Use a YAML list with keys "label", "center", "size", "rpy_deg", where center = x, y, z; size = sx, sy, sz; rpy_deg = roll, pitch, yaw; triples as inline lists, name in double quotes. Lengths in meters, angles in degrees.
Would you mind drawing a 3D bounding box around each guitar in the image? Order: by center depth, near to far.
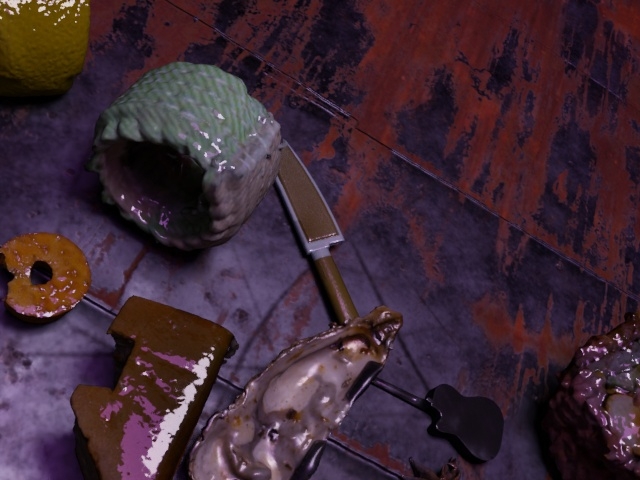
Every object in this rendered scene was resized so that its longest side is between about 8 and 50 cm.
- label: "guitar"
  center: [0.141, 0.215, 0.957]
  size: [0.233, 0.025, 0.088]
  rpy_deg: [29, 53, -10]

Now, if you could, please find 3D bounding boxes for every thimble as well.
- label: "thimble"
  center: [-0.157, -0.098, 0.865]
  size: [0.219, 0.219, 0.150]
  rpy_deg: [35, 50, -5]

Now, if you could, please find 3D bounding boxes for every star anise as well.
- label: "star anise"
  center: [0.135, 0.316, 0.877]
  size: [0.129, 0.056, 0.124]
  rpy_deg: [-3, 38, -25]

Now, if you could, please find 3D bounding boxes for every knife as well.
- label: "knife"
  center: [0.001, 0.000, 1.010]
  size: [0.061, 0.027, 0.343]
  rpy_deg: [-16, 67, -22]

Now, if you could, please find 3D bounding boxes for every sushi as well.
- label: "sushi"
  center: [0.441, 0.247, 0.989]
  size: [0.270, 0.170, 0.236]
  rpy_deg: [-23, 57, -30]

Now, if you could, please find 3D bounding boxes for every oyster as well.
- label: "oyster"
  center: [-0.018, 0.191, 0.858]
  size: [0.128, 0.078, 0.345]
  rpy_deg: [47, 59, 4]

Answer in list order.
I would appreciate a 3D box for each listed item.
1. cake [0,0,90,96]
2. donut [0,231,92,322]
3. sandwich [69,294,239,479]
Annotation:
- label: "cake"
  center: [-0.381, -0.314, 0.901]
  size: [0.156, 0.179, 0.260]
  rpy_deg: [-14, 68, -32]
- label: "donut"
  center: [-0.310, 0.044, 0.810]
  size: [0.097, 0.043, 0.108]
  rpy_deg: [3, 60, -26]
- label: "sandwich"
  center: [-0.186, 0.192, 0.726]
  size: [0.128, 0.122, 0.235]
  rpy_deg: [22, 51, -1]
